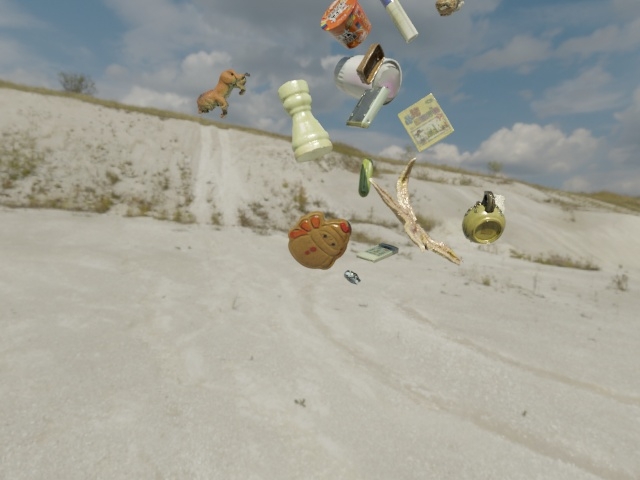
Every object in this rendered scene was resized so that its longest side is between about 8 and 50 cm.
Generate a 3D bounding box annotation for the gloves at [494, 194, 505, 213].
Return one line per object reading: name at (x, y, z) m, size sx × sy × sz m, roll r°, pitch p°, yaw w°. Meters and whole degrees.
gloves at (0.861, -0.152, 2.051) m, size 0.071 × 0.153 × 0.114 m, roll 5°, pitch 7°, yaw 1°

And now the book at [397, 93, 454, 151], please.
book at (0.451, -0.502, 1.776) m, size 0.168 × 0.192 × 0.013 m, roll -31°, pitch -2°, yaw 9°

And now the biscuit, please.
biscuit at (0.000, 0.000, 2.331) m, size 0.381 × 0.359 × 0.074 m, roll -31°, pitch 27°, yaw 22°

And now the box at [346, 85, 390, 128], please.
box at (0.209, -0.601, 1.868) m, size 0.045 × 0.210 × 0.270 m, roll 29°, pitch 10°, yaw -18°

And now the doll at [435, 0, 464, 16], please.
doll at (0.617, -1.140, 1.998) m, size 0.115 × 0.221 × 0.105 m, roll 27°, pitch -35°, yaw 16°

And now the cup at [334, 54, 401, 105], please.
cup at (0.271, -0.952, 2.441) m, size 0.253 × 0.253 × 0.372 m, roll 4°, pitch 21°, yaw -47°

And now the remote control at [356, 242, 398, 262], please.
remote control at (0.320, 0.068, 2.307) m, size 0.124 × 0.038 × 0.285 m, roll 17°, pitch 21°, yaw 37°

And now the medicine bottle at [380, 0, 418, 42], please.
medicine bottle at (0.322, -0.941, 1.727) m, size 0.059 × 0.230 × 0.059 m, roll -33°, pitch 3°, yaw 2°

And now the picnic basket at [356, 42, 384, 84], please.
picnic basket at (0.245, -0.868, 2.039) m, size 0.055 × 0.193 × 0.110 m, roll 19°, pitch -16°, yaw 36°

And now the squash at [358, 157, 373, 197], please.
squash at (0.249, -0.349, 2.299) m, size 0.069 × 0.238 × 0.069 m, roll 9°, pitch -15°, yaw 2°

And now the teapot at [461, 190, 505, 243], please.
teapot at (0.680, -0.095, 1.747) m, size 0.173 × 0.269 × 0.182 m, roll 0°, pitch 34°, yaw 2°

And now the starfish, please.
starfish at (0.334, -0.080, 1.415) m, size 0.132 × 0.397 × 0.384 m, roll -24°, pitch -11°, yaw 25°

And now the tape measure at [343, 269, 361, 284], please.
tape measure at (0.180, 0.208, 2.353) m, size 0.094 × 0.054 × 0.091 m, roll 19°, pitch -26°, yaw 47°

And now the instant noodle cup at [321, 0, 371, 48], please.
instant noodle cup at (0.156, -1.243, 2.373) m, size 0.250 × 0.250 × 0.192 m, roll 2°, pitch -20°, yaw 44°

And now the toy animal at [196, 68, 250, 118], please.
toy animal at (-0.463, -0.697, 1.940) m, size 0.157 × 0.312 × 0.097 m, roll 44°, pitch 19°, yaw 0°

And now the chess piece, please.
chess piece at (-0.098, -0.705, 2.436) m, size 0.234 × 0.441 × 0.234 m, roll -17°, pitch -4°, yaw -1°
